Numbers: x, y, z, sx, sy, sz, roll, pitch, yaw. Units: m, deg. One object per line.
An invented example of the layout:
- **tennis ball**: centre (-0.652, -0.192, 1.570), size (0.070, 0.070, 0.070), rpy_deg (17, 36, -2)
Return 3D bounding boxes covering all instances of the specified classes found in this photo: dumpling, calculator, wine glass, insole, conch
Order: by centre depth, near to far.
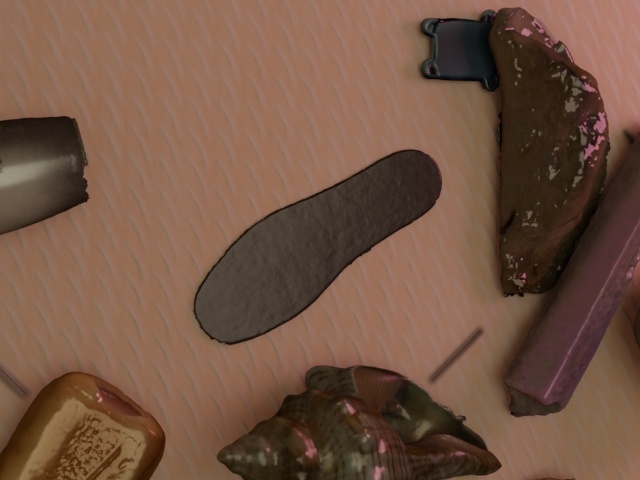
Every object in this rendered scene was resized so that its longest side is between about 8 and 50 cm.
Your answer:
- **wine glass**: centre (-0.330, -0.058, 1.199), size (0.204, 0.111, 0.111), rpy_deg (-14, 95, -16)
- **conch**: centre (0.034, 0.224, 1.306), size (0.386, 0.170, 0.203), rpy_deg (17, 54, -55)
- **insole**: centre (0.000, 0.000, 1.360), size (0.328, 0.007, 0.111), rpy_deg (-34, 101, -15)
- **dumpling**: centre (0.279, -0.100, 1.403), size (0.166, 0.086, 0.332), rpy_deg (-6, 99, -18)
- **calculator**: centre (0.179, -0.217, 1.408), size (0.141, 0.019, 0.094), rpy_deg (-1, 91, -19)

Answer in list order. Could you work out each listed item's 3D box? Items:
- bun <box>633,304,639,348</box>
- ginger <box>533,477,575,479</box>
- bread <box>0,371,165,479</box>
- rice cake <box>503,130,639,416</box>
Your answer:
- **bun**: centre (0.446, 0.104, 1.445), size (0.178, 0.128, 0.193), rpy_deg (-43, 91, -13)
- **ginger**: centre (0.290, 0.377, 1.426), size (0.137, 0.074, 0.213), rpy_deg (-33, 106, -15)
- **bread**: centre (-0.284, 0.279, 1.229), size (0.142, 0.091, 0.305), rpy_deg (35, 81, -8)
- **rice cake**: centre (0.325, 0.028, 1.421), size (0.064, 0.070, 0.399), rpy_deg (39, 77, -48)
